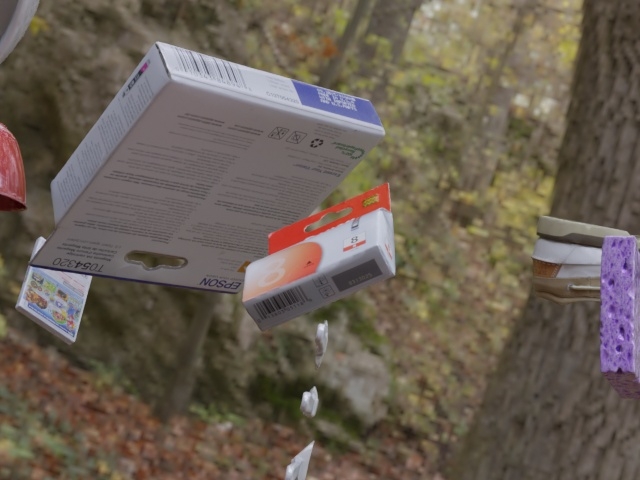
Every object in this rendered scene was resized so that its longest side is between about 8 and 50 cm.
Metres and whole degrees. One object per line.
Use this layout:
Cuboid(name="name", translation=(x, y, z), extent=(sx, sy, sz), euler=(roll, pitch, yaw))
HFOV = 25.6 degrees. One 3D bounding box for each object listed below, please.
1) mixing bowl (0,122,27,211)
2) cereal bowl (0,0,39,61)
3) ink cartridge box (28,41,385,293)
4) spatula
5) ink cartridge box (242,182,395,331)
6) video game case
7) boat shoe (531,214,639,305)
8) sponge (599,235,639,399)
Cuboid(name="mixing bowl", translation=(-0.452, -0.106, 1.786), extent=(0.181, 0.098, 0.181), euler=(10, -11, 2))
Cuboid(name="cereal bowl", translation=(-0.402, -0.299, 1.308), extent=(0.339, 0.339, 0.141), euler=(18, 26, 4))
Cuboid(name="ink cartridge box", translation=(-0.142, -0.073, 1.682), extent=(0.324, 0.071, 0.330), euler=(10, -44, -42))
Cuboid(name="spatula", translation=(-0.008, 0.152, 1.270), extent=(0.019, 0.168, 0.242), euler=(13, -6, 2))
Cuboid(name="ink cartridge box", translation=(0.000, 0.000, 1.370), extent=(0.145, 0.179, 0.045), euler=(-24, -60, 14))
Cuboid(name="video game case", translation=(-0.332, 0.062, 1.760), extent=(0.011, 0.122, 0.087), euler=(-33, -57, 31))
Cuboid(name="boat shoe", translation=(0.399, 0.046, 1.721), extent=(0.302, 0.103, 0.113), euler=(11, 3, -9))
Cuboid(name="sponge", translation=(0.275, 0.074, 1.260), extent=(0.031, 0.117, 0.210), euler=(-1, -12, 17))
